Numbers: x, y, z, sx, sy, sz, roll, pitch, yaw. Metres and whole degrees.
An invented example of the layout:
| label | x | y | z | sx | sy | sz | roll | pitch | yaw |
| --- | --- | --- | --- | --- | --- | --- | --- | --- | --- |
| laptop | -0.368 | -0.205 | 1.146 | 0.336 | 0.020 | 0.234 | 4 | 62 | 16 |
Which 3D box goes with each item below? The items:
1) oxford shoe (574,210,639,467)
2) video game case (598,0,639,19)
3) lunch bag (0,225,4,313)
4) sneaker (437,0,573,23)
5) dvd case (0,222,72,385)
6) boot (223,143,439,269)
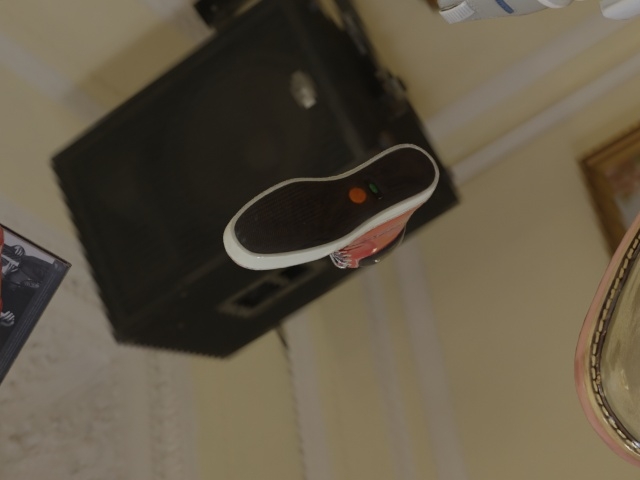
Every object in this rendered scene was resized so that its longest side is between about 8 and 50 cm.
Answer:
| label | x | y | z | sx | sy | sz | roll | pitch | yaw |
| --- | --- | --- | --- | --- | --- | --- | --- | --- | --- |
| oxford shoe | 0.291 | -0.036 | 0.793 | 0.140 | 0.397 | 0.146 | 46 | 168 | -1 |
| video game case | 0.204 | -0.234 | 0.751 | 0.023 | 0.212 | 0.193 | -1 | -102 | -37 |
| lunch bag | -0.422 | 0.033 | 1.296 | 0.293 | 0.120 | 0.258 | 11 | -145 | -1 |
| sneaker | 0.131 | -0.255 | 1.017 | 0.105 | 0.115 | 0.281 | 49 | -141 | -31 |
| dvd case | -0.402 | 0.041 | 1.555 | 0.238 | 0.179 | 0.029 | 31 | 179 | -7 |
| boot | 0.000 | 0.000 | 1.624 | 0.244 | 0.176 | 0.088 | -21 | -111 | -25 |
